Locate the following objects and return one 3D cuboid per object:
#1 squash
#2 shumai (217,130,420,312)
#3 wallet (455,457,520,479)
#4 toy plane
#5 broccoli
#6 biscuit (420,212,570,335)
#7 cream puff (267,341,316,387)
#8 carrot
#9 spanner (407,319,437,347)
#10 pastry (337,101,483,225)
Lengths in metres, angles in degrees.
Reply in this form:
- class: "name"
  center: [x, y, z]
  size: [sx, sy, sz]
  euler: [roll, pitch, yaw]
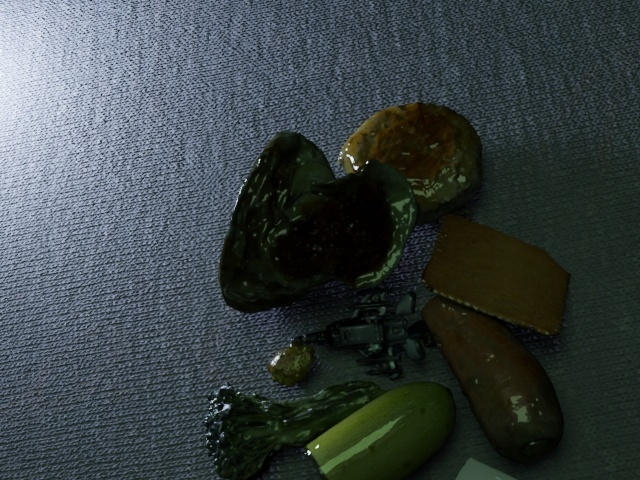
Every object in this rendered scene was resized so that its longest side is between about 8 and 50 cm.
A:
- class: "squash"
  center: [0.107, 0.306, 1.893]
  size: [0.247, 0.132, 0.132]
  euler: [-34, 56, -6]
- class: "shumai"
  center: [0.000, 0.000, 2.044]
  size: [0.289, 0.292, 0.329]
  euler: [18, 102, 4]
- class: "wallet"
  center: [0.270, 0.382, 1.866]
  size: [0.122, 0.025, 0.061]
  euler: [22, 61, 27]
- class: "toy plane"
  center: [0.055, 0.154, 2.029]
  size: [0.246, 0.078, 0.169]
  euler: [-8, 90, 20]
- class: "broccoli"
  center: [-0.039, 0.285, 1.961]
  size: [0.304, 0.145, 0.164]
  euler: [-13, 60, -7]
- class: "biscuit"
  center: [0.292, 0.053, 1.985]
  size: [0.237, 0.013, 0.232]
  euler: [22, 37, 3]
- class: "cream puff"
  center: [-0.044, 0.209, 2.040]
  size: [0.083, 0.058, 0.083]
  euler: [7, 61, 26]
- class: "carrot"
  center: [0.274, 0.203, 1.902]
  size: [0.139, 0.138, 0.301]
  euler: [-27, 62, -1]
- class: "spanner"
  center: [0.241, 0.172, 2.010]
  size: [0.209, 0.012, 0.046]
  euler: [14, 63, 23]
- class: "pastry"
  center: [0.168, -0.134, 2.159]
  size: [0.236, 0.120, 0.257]
  euler: [-26, 54, -5]
